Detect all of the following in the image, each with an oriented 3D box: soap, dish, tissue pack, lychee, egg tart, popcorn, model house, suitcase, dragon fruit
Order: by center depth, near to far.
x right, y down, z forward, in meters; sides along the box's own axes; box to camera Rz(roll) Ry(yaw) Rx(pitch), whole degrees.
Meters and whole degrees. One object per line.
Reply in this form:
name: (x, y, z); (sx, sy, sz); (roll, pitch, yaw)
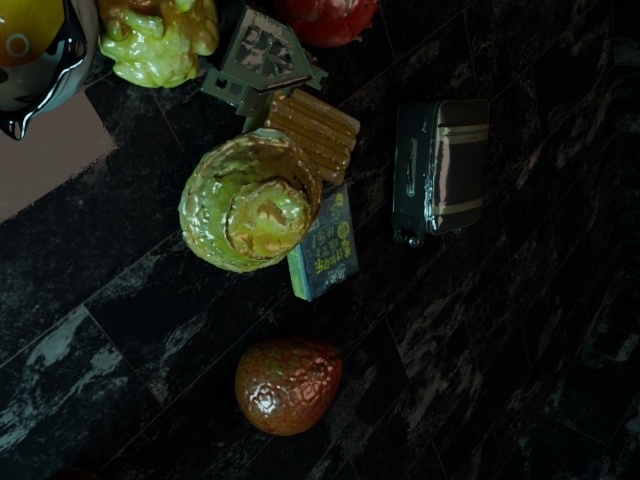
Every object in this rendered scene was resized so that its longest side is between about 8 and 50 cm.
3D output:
dish: (-0.415, -0.310, 0.820); (0.120, 0.303, 0.303); (-25, 122, -63)
popcorn: (-0.287, -0.398, 0.938); (0.252, 0.215, 0.286); (-82, 160, -65)
model house: (-0.104, -0.340, 1.112); (0.243, 0.211, 0.204); (15, 113, -35)
dragon fruit: (0.001, -0.520, 1.168); (0.252, 0.241, 0.241); (-16, 114, -58)
egg tart: (-0.131, -0.063, 1.187); (0.341, 0.129, 0.341); (-13, 124, -20)
soap: (-0.041, -0.243, 1.305); (0.274, 0.089, 0.173); (17, 92, -45)
lychee: (-0.085, 0.345, 1.354); (0.255, 0.255, 0.300); (11, 129, -45)
tissue pack: (0.000, 0.000, 1.426); (0.185, 0.081, 0.257); (-28, 121, -34)
suitcase: (0.342, -0.209, 1.615); (0.283, 0.194, 0.434); (-14, 111, -41)

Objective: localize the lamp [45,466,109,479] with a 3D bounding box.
lamp: (-0.465, 0.553, 1.060); (0.247, 0.247, 0.247); (-15, 113, -40)
